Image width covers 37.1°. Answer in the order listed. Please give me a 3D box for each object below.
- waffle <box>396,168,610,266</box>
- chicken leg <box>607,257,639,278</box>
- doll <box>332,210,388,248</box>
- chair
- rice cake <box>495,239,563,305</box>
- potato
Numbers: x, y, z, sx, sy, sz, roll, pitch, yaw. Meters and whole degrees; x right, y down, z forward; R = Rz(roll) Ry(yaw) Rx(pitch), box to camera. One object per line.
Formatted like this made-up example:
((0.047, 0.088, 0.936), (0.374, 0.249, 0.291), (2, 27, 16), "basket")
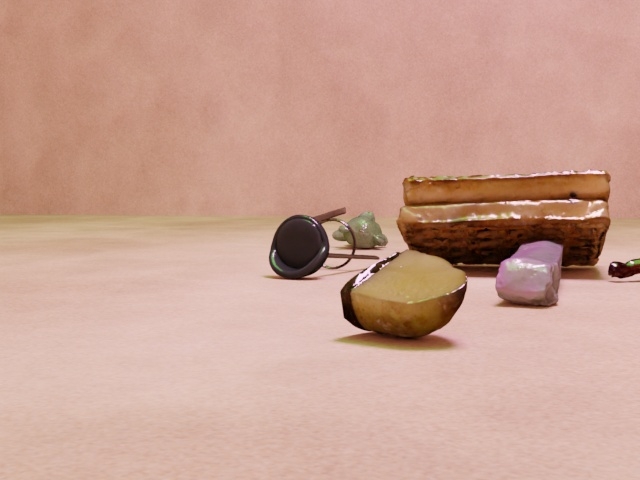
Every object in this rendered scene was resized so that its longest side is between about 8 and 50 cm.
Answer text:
((0.281, -0.027, 1.469), (0.308, 0.091, 0.213), (0, -19, 12), "waffle")
((0.510, 0.037, 1.323), (0.205, 0.053, 0.093), (-2, 17, 26), "chicken leg")
((0.082, -0.018, 1.926), (0.115, 0.077, 0.150), (10, -7, 0), "doll")
((0.000, 0.001, 1.462), (0.104, 0.095, 0.221), (-8, 1, 25), "chair")
((0.285, 0.037, 1.255), (0.073, 0.056, 0.365), (3, 6, 17), "rice cake")
((0.088, 0.061, 0.889), (0.096, 0.066, 0.103), (-31, 31, -31), "potato")
